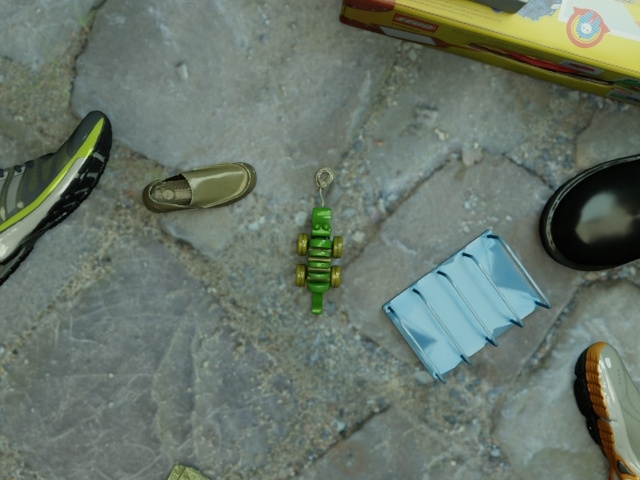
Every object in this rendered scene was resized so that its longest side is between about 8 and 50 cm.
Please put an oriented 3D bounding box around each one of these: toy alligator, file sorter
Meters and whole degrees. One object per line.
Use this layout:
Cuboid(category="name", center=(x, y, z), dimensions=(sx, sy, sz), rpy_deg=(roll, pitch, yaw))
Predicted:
Cuboid(category="toy alligator", center=(0.000, 0.000, 1.463), dimensions=(0.056, 0.051, 0.189), rpy_deg=(4, 91, -2))
Cuboid(category="file sorter", center=(0.182, 0.083, 1.443), dimensions=(0.170, 0.104, 0.118), rpy_deg=(-36, 91, 0))

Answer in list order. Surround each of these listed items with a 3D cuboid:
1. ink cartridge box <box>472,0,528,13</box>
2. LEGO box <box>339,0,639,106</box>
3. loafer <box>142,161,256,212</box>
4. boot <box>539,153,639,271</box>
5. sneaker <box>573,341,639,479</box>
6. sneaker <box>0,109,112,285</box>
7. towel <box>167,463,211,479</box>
Cuboid(category="ink cartridge box", center=(0.176, -0.365, 1.247), dimensions=(0.148, 0.086, 0.203), rpy_deg=(16, 92, -1))
Cuboid(category="LEGO box", center=(0.312, -0.385, 1.389), dimensions=(0.501, 0.193, 0.372), rpy_deg=(15, 91, -1))
Cuboid(category="loafer", center=(-0.152, -0.064, 1.459), dimensions=(0.148, 0.050, 0.056), rpy_deg=(-16, 92, 0))
Cuboid(category="boot", center=(0.443, -0.058, 1.365), dimensions=(0.348, 0.260, 0.131), rpy_deg=(-21, 92, -1))
Cuboid(category="sneaker", center=(0.409, 0.239, 1.464), dimensions=(0.121, 0.099, 0.262), rpy_deg=(-22, 99, -8))
Cuboid(category="sneaker", center=(-0.379, -0.057, 1.431), dimensions=(0.121, 0.111, 0.300), rpy_deg=(45, 88, 2))
Cuboid(category="towel", center=(-0.147, 0.362, 1.482), dimensions=(0.148, 0.027, 0.110), rpy_deg=(33, 90, -1))
